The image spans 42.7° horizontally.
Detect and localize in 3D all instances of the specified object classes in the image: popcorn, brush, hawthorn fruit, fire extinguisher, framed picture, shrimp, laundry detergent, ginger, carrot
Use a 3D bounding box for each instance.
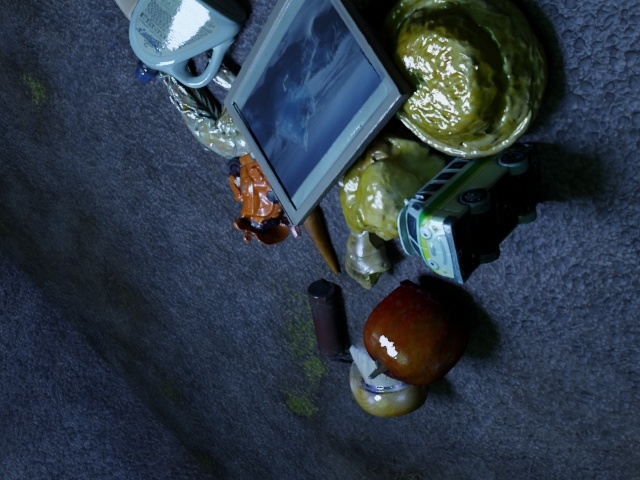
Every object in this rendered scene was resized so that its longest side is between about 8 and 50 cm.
[{"bbox_3d":[0.128,-0.100,1.607,0.191,0.190,0.253,23,134,20],"label":"popcorn"},{"bbox_3d":[0.144,0.311,2.010,0.267,0.174,0.166,15,121,61],"label":"brush"},{"bbox_3d":[0.198,0.217,1.783,0.215,0.250,0.215,44,161,19],"label":"hawthorn fruit"},{"bbox_3d":[0.029,0.224,2.112,0.089,0.072,0.267,-6,126,6],"label":"fire extinguisher"},{"bbox_3d":[-0.031,-0.267,1.535,0.326,0.028,0.446,59,142,14],"label":"framed picture"},{"bbox_3d":[-0.247,-0.322,1.876,0.360,0.085,0.247,47,141,-9],"label":"shrimp"},{"bbox_3d":[-0.303,-0.429,1.740,0.215,0.105,0.280,35,128,-11],"label":"laundry detergent"},{"bbox_3d":[0.081,-0.031,1.816,0.131,0.086,0.294,16,127,57],"label":"ginger"},{"bbox_3d":[0.000,0.000,1.954,0.048,0.048,0.216,7,132,42],"label":"carrot"}]

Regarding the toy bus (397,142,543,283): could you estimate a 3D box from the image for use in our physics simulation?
[{"bbox_3d":[0.260,-0.059,1.438,0.165,0.276,0.133,14,132,42],"label":"toy bus"}]

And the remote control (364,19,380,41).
[{"bbox_3d":[0.132,-0.319,1.516,0.244,0.047,0.087,42,141,8],"label":"remote control"}]

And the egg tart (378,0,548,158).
[{"bbox_3d":[0.215,-0.276,1.366,0.319,0.128,0.319,16,122,28],"label":"egg tart"}]

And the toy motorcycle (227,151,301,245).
[{"bbox_3d":[-0.105,-0.104,1.836,0.326,0.148,0.221,-13,99,56],"label":"toy motorcycle"}]

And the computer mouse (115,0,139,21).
[{"bbox_3d":[-0.398,-0.553,1.808,0.145,0.082,0.236,-21,106,51],"label":"computer mouse"}]

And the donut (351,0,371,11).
[{"bbox_3d":[0.040,-0.483,1.440,0.175,0.068,0.174,29,141,27],"label":"donut"}]
